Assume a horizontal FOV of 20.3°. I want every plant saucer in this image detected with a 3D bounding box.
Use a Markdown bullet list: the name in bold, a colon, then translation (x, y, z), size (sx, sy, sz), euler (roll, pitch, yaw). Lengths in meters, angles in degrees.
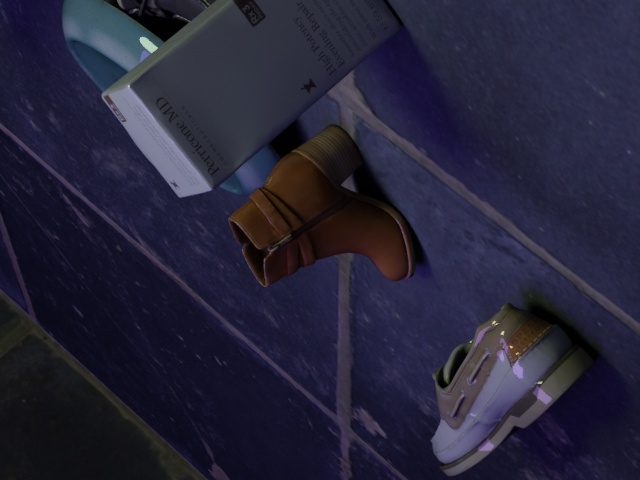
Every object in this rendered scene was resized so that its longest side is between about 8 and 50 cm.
- **plant saucer**: translation (-0.164, -0.146, 1.920), size (0.317, 0.043, 0.317), euler (39, 171, 7)

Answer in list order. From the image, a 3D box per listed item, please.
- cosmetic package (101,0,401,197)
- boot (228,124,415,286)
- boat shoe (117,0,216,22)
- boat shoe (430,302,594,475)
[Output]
- **cosmetic package**: translation (-0.057, -0.151, 1.515), size (0.117, 0.231, 0.085), euler (52, 159, -14)
- **boot**: translation (0.000, 0.000, 1.796), size (0.073, 0.152, 0.197), euler (12, 140, 57)
- **boat shoe**: translation (-0.175, -0.257, 1.783), size (0.223, 0.073, 0.080), euler (36, 157, 28)
- **boat shoe**: translation (0.172, 0.146, 1.805), size (0.103, 0.113, 0.302), euler (46, 149, 6)
